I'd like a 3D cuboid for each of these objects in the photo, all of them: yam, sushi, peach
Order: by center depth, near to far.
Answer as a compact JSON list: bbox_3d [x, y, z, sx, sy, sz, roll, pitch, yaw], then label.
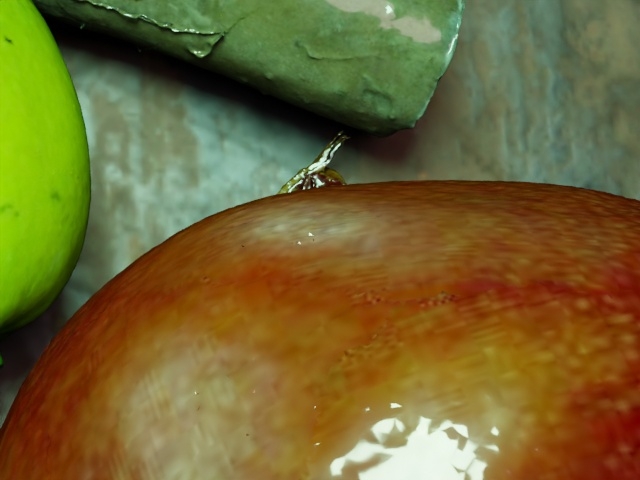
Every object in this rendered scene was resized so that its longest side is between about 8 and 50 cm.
[{"bbox_3d":[0.047,0.113,0.447,0.333,0.308,0.307,-16,79,2],"label":"peach"},{"bbox_3d":[-0.065,-0.133,0.600,0.259,0.106,0.106,20,73,-6],"label":"yam"},{"bbox_3d":[0.000,0.000,0.603,0.050,0.047,0.099,-10,76,-9],"label":"sushi"}]

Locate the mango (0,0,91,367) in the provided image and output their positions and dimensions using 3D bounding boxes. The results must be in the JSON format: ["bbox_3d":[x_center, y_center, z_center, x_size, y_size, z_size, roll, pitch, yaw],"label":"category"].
[{"bbox_3d":[-0.243,-0.079,0.518,0.343,0.156,0.192,35,89,4],"label":"mango"}]
